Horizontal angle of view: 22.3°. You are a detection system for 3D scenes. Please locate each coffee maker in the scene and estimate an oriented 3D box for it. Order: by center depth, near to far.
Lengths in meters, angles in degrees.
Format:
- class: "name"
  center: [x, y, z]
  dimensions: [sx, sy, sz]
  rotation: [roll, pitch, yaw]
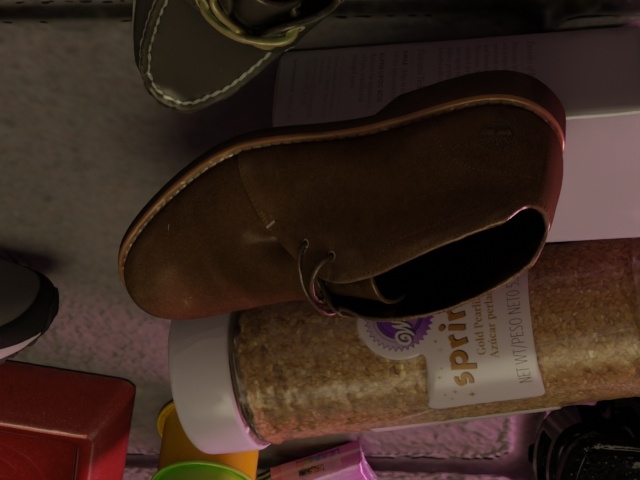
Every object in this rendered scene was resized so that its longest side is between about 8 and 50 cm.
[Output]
- class: "coffee maker"
  center: [0.248, 0.187, 1.207]
  dimensions: [0.171, 0.178, 0.120]
  rotation: [28, 95, 0]

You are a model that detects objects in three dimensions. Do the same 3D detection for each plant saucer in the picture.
- class: "plant saucer"
  center: [-0.298, 0.192, 1.389]
  dimensions: [0.258, 0.048, 0.259]
  rotation: [10, 138, -5]

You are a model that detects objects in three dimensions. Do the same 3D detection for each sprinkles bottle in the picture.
- class: "sprinkles bottle"
  center: [0.074, 0.073, 1.159]
  dimensions: [0.355, 0.121, 0.121]
  rotation: [-9, 137, 15]

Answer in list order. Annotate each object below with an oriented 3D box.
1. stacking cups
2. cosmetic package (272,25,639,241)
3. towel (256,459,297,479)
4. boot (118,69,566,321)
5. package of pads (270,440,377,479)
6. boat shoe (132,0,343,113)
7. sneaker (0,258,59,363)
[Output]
- class: "stacking cups"
  center: [-0.104, 0.268, 1.251]
  dimensions: [0.096, 0.316, 0.096]
  rotation: [4, 137, 4]
- class: "cosmetic package"
  center: [0.092, -0.062, 1.033]
  dimensions: [0.231, 0.085, 0.117]
  rotation: [-3, 137, 8]
- class: "towel"
  center: [-0.008, 0.219, 1.414]
  dimensions: [0.060, 0.009, 0.083]
  rotation: [-28, 129, 33]
- class: "boot"
  center: [0.000, 0.000, 0.965]
  dimensions: [0.305, 0.115, 0.112]
  rotation: [-20, 132, 26]
- class: "package of pads"
  center: [0.003, 0.203, 1.368]
  dimensions: [0.083, 0.032, 0.050]
  rotation: [-19, 129, 7]
- class: "boat shoe"
  center: [-0.030, -0.167, 0.919]
  dimensions: [0.109, 0.091, 0.305]
  rotation: [24, 135, -19]
- class: "sneaker"
  center: [-0.322, 0.021, 1.161]
  dimensions: [0.271, 0.100, 0.108]
  rotation: [12, 133, -7]
